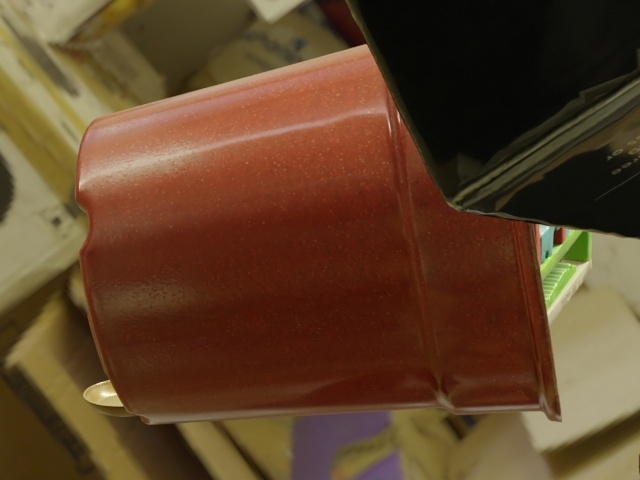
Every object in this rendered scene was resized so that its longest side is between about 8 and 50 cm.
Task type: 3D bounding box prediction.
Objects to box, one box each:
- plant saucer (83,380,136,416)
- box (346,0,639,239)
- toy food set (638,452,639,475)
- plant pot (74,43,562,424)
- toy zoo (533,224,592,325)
[{"bbox_3d":[-0.171,0.142,1.404,0.083,0.083,0.015,-82,171,-77],"label":"plant saucer"},{"bbox_3d":[0.169,-0.170,0.664,0.395,0.212,0.293,6,55,-56],"label":"box"},{"bbox_3d":[0.221,0.150,0.874,0.218,0.128,0.071,-63,140,-47],"label":"toy food set"},{"bbox_3d":[0.000,0.000,0.985,0.272,0.265,0.272,-10,90,-83],"label":"plant pot"},{"bbox_3d":[0.219,-0.075,1.475,0.192,0.030,0.293,-41,132,-57],"label":"toy zoo"}]
